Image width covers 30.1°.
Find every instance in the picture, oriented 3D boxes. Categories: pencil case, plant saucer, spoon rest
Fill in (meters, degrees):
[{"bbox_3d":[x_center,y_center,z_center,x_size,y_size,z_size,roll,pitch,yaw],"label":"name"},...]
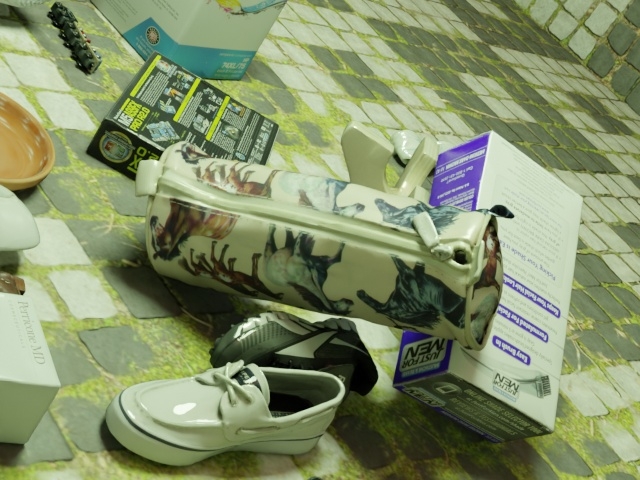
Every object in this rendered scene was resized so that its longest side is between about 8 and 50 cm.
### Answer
[{"bbox_3d":[0.000,0.000,1.319,0.410,0.183,0.160,13,63,15],"label":"pencil case"},{"bbox_3d":[-0.399,-0.119,1.346,0.200,0.037,0.200,28,27,-16],"label":"plant saucer"},{"bbox_3d":[-0.396,-0.029,1.158,0.137,0.084,0.276,30,10,37],"label":"spoon rest"}]

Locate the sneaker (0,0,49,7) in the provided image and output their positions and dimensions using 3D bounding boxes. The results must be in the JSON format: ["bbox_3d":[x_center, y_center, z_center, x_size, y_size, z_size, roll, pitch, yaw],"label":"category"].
[{"bbox_3d":[-0.533,-0.413,1.587,0.365,0.137,0.210,0,32,-39],"label":"sneaker"}]

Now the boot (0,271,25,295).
[{"bbox_3d":[-0.336,0.051,1.134,0.114,0.037,0.106,22,16,-31],"label":"boot"}]

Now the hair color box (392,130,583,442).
[{"bbox_3d":[0.215,0.058,1.480,0.185,0.110,0.339,32,55,-28],"label":"hair color box"}]

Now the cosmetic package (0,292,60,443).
[{"bbox_3d":[-0.347,0.096,0.996,0.231,0.085,0.117,10,36,-38],"label":"cosmetic package"}]

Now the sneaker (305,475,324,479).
[{"bbox_3d":[0.031,0.272,1.170,0.119,0.057,0.047,46,30,24],"label":"sneaker"}]

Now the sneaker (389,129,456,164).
[{"bbox_3d":[0.186,-0.143,2.061,0.152,0.054,0.061,10,50,-35],"label":"sneaker"}]

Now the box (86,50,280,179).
[{"bbox_3d":[-0.176,-0.140,1.615,0.216,0.060,0.270,30,26,-9],"label":"box"}]

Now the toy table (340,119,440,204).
[{"bbox_3d":[0.102,-0.038,1.655,0.274,0.161,0.252,27,27,-17],"label":"toy table"}]

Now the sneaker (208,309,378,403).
[{"bbox_3d":[-0.017,0.137,1.316,0.234,0.078,0.106,5,36,-48],"label":"sneaker"}]

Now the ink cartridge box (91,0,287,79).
[{"bbox_3d":[-0.177,-0.417,1.837,0.198,0.270,0.197,48,29,24],"label":"ink cartridge box"}]

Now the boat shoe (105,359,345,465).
[{"bbox_3d":[-0.085,0.163,1.181,0.267,0.088,0.096,11,35,-39],"label":"boat shoe"}]

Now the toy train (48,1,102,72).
[{"bbox_3d":[-0.349,-0.290,1.704,0.036,0.027,0.158,21,27,-48],"label":"toy train"}]
